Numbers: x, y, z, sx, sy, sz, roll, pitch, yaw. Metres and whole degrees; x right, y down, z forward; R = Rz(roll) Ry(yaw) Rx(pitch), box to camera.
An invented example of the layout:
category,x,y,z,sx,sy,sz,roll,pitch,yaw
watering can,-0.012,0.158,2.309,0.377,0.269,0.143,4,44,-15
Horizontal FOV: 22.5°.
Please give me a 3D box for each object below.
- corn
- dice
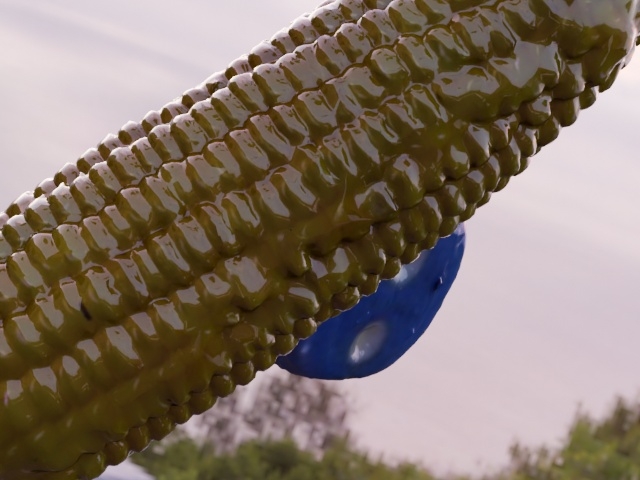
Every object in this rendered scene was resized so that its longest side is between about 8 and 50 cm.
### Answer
category,x,y,z,sx,sy,sz,roll,pitch,yaw
corn,-0.023,-0.017,0.654,0.120,0.363,0.120,55,-2,2
dice,0.000,0.000,1.048,0.146,0.146,0.143,41,21,32
